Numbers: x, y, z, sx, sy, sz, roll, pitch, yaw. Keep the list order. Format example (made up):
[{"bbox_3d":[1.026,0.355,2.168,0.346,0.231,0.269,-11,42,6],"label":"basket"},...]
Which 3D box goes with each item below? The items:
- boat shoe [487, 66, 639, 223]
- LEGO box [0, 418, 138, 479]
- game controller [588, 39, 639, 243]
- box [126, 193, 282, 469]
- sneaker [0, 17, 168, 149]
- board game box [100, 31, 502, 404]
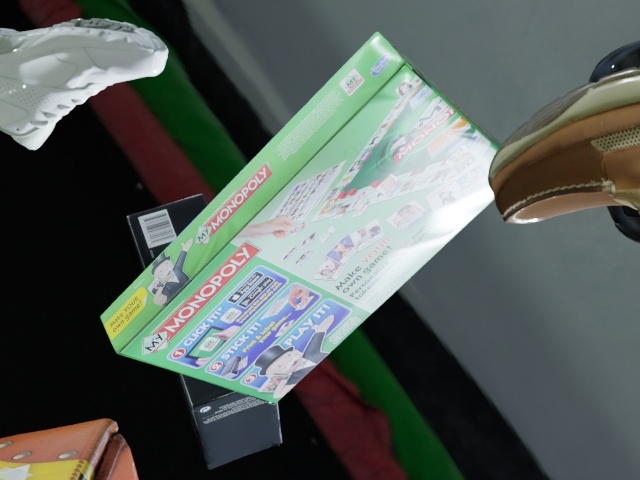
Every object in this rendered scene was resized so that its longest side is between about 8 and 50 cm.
[{"bbox_3d":[0.238,-0.054,0.645,0.122,0.324,0.120,-7,-101,-37],"label":"boat shoe"},{"bbox_3d":[-0.131,0.311,0.262,0.500,0.193,0.373,-110,8,-82],"label":"LEGO box"},{"bbox_3d":[0.367,-0.101,0.792,0.067,0.319,0.167,19,-118,-65],"label":"game controller"},{"bbox_3d":[-0.135,0.107,1.234,0.184,0.103,0.261,93,156,-56],"label":"box"},{"bbox_3d":[-0.249,-0.144,0.971,0.090,0.232,0.115,-58,-35,-70],"label":"sneaker"},{"bbox_3d":[0.000,0.000,0.871,0.213,0.317,0.046,30,-160,-50],"label":"board game box"}]
